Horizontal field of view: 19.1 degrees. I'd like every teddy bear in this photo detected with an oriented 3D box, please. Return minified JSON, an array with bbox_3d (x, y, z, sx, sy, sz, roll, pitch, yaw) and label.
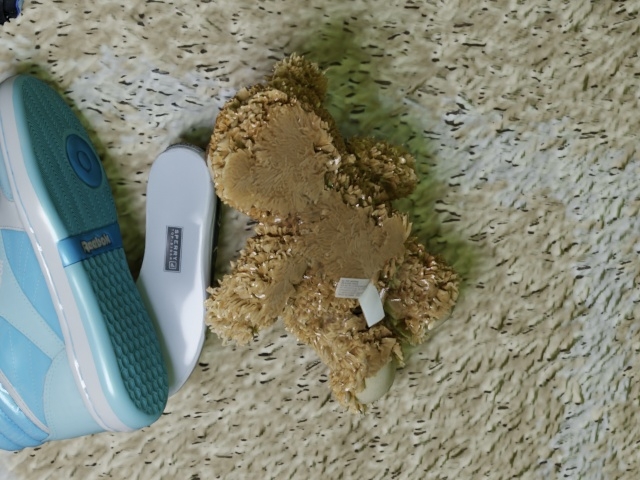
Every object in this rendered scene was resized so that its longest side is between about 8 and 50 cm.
[{"bbox_3d":[0.000,0.000,1.646,0.338,0.113,0.245,35,83,-38],"label":"teddy bear"}]

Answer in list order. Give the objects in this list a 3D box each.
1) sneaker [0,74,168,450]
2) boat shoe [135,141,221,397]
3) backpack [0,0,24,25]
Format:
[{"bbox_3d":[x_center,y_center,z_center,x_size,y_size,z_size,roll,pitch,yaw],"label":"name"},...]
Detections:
[{"bbox_3d":[-0.273,0.033,1.627,0.208,0.127,0.319,-20,83,23],"label":"sneaker"},{"bbox_3d":[-0.127,0.026,1.673,0.080,0.076,0.229,6,98,12],"label":"boat shoe"},{"bbox_3d":[-0.289,-0.231,1.553,0.105,0.114,0.084,9,85,-11],"label":"backpack"}]
